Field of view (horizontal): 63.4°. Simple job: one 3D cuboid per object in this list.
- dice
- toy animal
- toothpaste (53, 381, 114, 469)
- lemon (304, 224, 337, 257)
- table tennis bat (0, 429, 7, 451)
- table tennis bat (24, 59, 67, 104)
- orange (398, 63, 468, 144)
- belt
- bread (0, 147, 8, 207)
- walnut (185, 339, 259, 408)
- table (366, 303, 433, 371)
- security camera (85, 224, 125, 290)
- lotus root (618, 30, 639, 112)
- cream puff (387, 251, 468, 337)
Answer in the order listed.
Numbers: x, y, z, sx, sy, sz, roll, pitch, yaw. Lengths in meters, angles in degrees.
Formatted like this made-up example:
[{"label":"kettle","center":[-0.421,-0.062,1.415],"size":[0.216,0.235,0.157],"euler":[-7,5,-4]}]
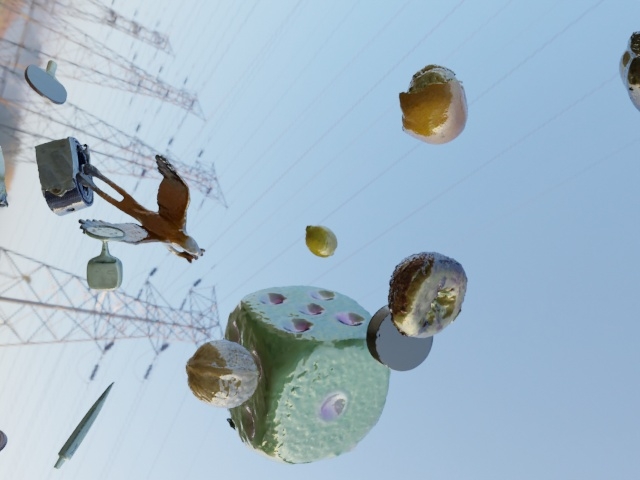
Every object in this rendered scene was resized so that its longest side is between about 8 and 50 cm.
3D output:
[{"label":"dice","center":[-0.046,0.305,1.247],"size":[0.330,0.318,0.322],"euler":[32,-62,57]},{"label":"toy animal","center":[-0.415,-0.045,1.220],"size":[0.284,0.302,0.225],"euler":[17,-117,50]},{"label":"toothpaste","center":[-0.502,0.393,1.110],"size":[0.048,0.029,0.197],"euler":[-50,-169,51]},{"label":"lemon","center":[0.000,0.000,1.055],"size":[0.062,0.083,0.062],"euler":[-38,-163,14]},{"label":"table tennis bat","center":[-0.566,0.334,0.813],"size":[0.155,0.098,0.019],"euler":[-69,173,-80]},{"label":"table tennis bat","center":[-0.550,-0.327,1.050],"size":[0.013,0.087,0.156],"euler":[-39,-139,16]},{"label":"orange","center":[0.214,-0.257,0.992],"size":[0.134,0.156,0.156],"euler":[-17,-122,12]},{"label":"belt","center":[-0.709,-0.187,1.467],"size":[0.126,0.139,0.230],"euler":[-18,-114,-2]},{"label":"bread","center":[-0.550,-0.120,0.746],"size":[0.262,0.162,0.204],"euler":[-159,-115,-65]},{"label":"walnut","center":[-0.151,0.204,0.795],"size":[0.105,0.124,0.105],"euler":[-17,-117,37]},{"label":"table","center":[0.161,0.194,1.047],"size":[0.043,0.133,0.133],"euler":[9,-97,69]},{"label":"security camera","center":[-0.315,0.028,0.756],"size":[0.058,0.058,0.092],"euler":[35,-63,52]},{"label":"lotus root","center":[0.621,-0.311,0.959],"size":[0.120,0.209,0.120],"euler":[-26,-137,28]},{"label":"cream puff","center":[0.163,0.083,0.829],"size":[0.084,0.149,0.149],"euler":[37,-74,55]}]
